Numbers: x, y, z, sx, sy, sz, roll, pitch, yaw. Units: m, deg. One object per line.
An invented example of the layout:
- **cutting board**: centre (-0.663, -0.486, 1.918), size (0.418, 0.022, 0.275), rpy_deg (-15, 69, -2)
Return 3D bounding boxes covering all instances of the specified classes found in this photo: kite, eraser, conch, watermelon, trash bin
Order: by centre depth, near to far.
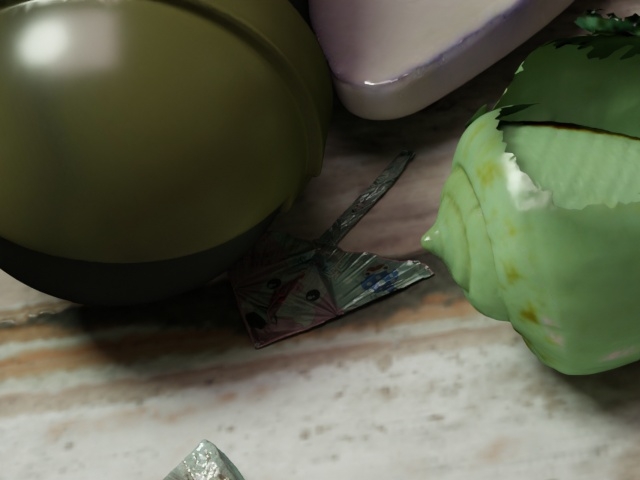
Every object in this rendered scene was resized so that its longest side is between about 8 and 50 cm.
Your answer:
- **watermelon**: centre (-0.062, 0.120, 0.879), size (0.085, 0.061, 0.085), rpy_deg (-8, 53, 11)
- **conch**: centre (0.164, -0.034, 0.909), size (0.251, 0.137, 0.143), rpy_deg (-28, 43, -11)
- **trash bin**: centre (-0.102, -0.109, 1.009), size (0.214, 0.214, 0.333), rpy_deg (-9, 46, 8)
- **kite**: centre (0.000, 0.000, 1.024), size (0.137, 0.005, 0.152), rpy_deg (13, 50, 27)
- **eraser**: centre (0.067, -0.144, 1.109), size (0.204, 0.059, 0.243), rpy_deg (7, 45, 23)
